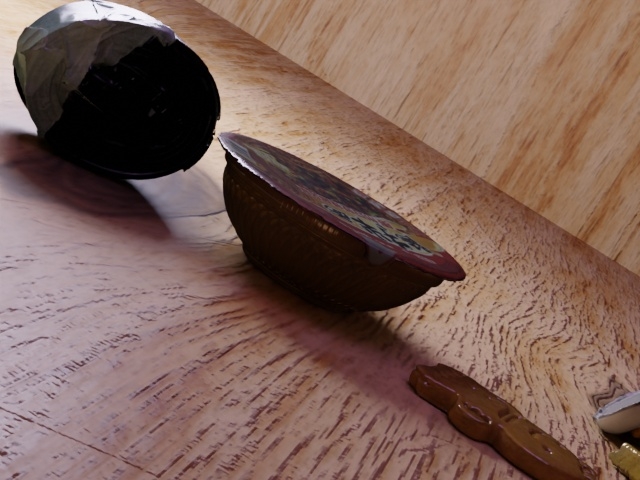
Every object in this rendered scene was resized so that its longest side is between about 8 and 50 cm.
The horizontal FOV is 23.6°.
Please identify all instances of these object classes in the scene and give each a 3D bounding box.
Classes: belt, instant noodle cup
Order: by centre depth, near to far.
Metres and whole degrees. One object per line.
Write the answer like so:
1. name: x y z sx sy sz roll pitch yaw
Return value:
1. belt: -0.188 -0.141 1.409 0.198 0.151 0.078 23 14 -30
2. instant noodle cup: 0.000 0.000 1.452 0.274 0.090 0.274 30 10 -6

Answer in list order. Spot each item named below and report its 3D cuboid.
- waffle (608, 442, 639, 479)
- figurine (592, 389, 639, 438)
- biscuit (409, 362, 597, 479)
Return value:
1. waffle: 0.380 0.261 1.500 0.191 0.032 0.125 26 8 -39
2. figurine: 0.404 0.213 1.648 0.250 0.167 0.141 -16 82 -43
3. biscuit: 0.160 0.162 1.336 0.184 0.027 0.133 38 11 33
